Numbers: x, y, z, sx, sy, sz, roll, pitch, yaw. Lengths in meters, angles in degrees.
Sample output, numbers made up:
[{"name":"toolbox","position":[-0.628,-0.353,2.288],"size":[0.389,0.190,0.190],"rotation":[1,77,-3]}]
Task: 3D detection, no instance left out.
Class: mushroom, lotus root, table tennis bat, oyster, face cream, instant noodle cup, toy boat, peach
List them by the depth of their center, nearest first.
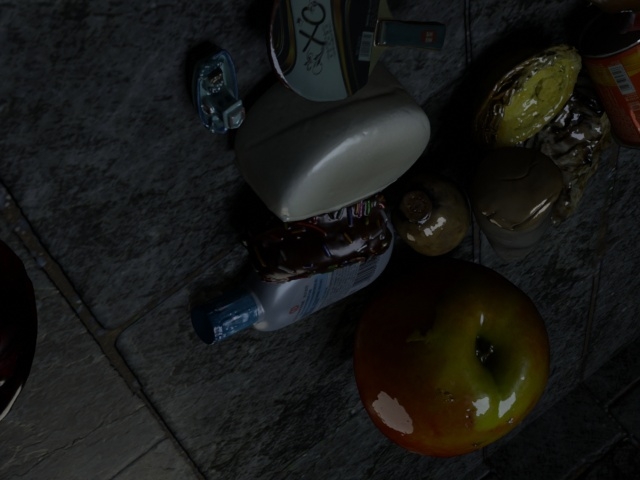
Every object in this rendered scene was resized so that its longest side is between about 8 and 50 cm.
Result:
[{"name":"toy boat","position":[-0.115,-0.164,1.562],"size":[0.059,0.066,0.140],"rotation":[-36,157,-19]},{"name":"table tennis bat","position":[0.045,-0.248,1.612],"size":[0.301,0.022,0.174],"rotation":[-2,106,-47]},{"name":"face cream","position":[-0.041,0.064,2.033],"size":[0.336,0.080,0.163],"rotation":[-25,152,-32]},{"name":"instant noodle cup","position":[0.500,-0.269,2.083],"size":[0.213,0.213,0.174],"rotation":[-40,117,-3]},{"name":"mushroom","position":[0.293,-0.066,2.108],"size":[0.137,0.154,0.407],"rotation":[-8,171,3]},{"name":"lotus root","position":[0.176,-0.041,2.128],"size":[0.125,0.118,0.221],"rotation":[-54,158,8]},{"name":"oyster","position":[0.455,-0.175,2.338],"size":[0.204,0.111,0.396],"rotation":[-31,150,-28]},{"name":"peach","position":[0.211,0.203,2.360],"size":[0.370,0.370,0.370],"rotation":[-33,154,-18]}]

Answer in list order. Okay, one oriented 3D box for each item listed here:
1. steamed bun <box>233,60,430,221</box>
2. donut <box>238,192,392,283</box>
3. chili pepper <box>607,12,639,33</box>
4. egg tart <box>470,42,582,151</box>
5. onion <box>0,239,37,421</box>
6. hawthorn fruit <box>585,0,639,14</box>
[{"name":"steamed bun","position":[0.022,-0.138,1.706],"size":[0.241,0.146,0.164],"rotation":[-21,152,-39]},{"name":"donut","position":[0.000,0.000,1.859],"size":[0.216,0.096,0.230],"rotation":[-15,179,-10]},{"name":"chili pepper","position":[0.502,-0.432,1.892],"size":[0.305,0.229,0.251],"rotation":[-25,-177,-7]},{"name":"egg tart","position":[0.296,-0.223,2.036],"size":[0.212,0.090,0.213],"rotation":[-33,157,-16]},{"name":"onion","position":[-0.393,0.112,1.381],"size":[0.273,0.285,0.273],"rotation":[-24,128,-34]},{"name":"hawthorn fruit","position":[0.376,-0.418,1.616],"size":[0.267,0.267,0.301],"rotation":[-15,117,-44]}]
